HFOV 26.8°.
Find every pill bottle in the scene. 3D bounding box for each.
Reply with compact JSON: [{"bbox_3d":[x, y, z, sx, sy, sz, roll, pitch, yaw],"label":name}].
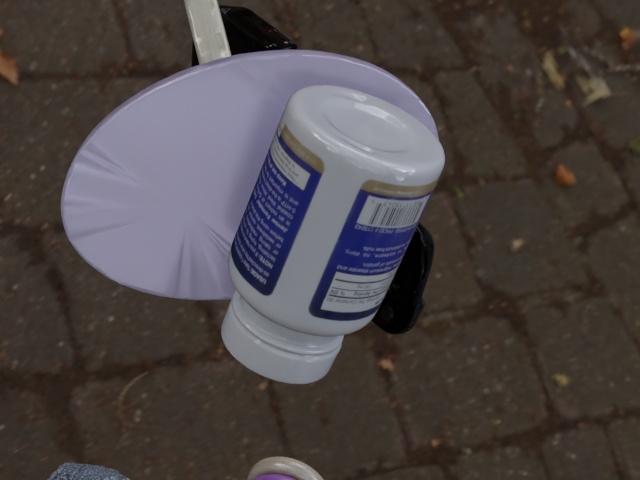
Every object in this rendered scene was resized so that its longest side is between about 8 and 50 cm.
[{"bbox_3d":[0.000,0.000,0.914,0.112,0.187,0.112,18,28,-10],"label":"pill bottle"}]

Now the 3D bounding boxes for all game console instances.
[{"bbox_3d":[-0.017,-0.058,1.203,0.044,0.213,0.361,-17,39,-31],"label":"game console"}]

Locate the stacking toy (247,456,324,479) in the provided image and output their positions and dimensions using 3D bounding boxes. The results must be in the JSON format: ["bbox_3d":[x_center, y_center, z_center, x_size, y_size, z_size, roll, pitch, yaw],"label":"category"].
[{"bbox_3d":[-0.094,0.491,2.069,0.141,0.141,0.330,42,38,-13],"label":"stacking toy"}]

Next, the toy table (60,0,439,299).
[{"bbox_3d":[-0.057,-0.062,1.039,0.274,0.161,0.252,-4,107,-5],"label":"toy table"}]

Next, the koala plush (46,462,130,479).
[{"bbox_3d":[-0.291,0.324,1.338,0.196,0.203,0.221,36,12,23],"label":"koala plush"}]
